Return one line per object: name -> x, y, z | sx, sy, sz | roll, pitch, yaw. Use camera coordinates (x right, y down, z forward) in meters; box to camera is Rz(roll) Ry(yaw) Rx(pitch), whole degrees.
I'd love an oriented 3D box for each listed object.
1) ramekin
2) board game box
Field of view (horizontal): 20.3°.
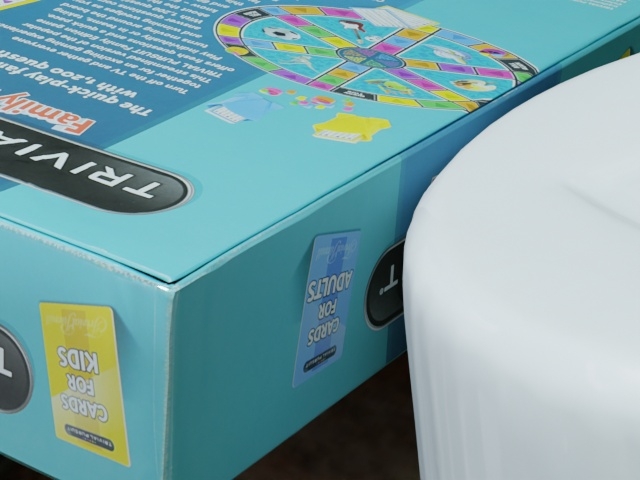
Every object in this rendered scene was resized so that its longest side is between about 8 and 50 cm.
ramekin -> 0.155, 0.036, 0.512 | 0.277, 0.135, 0.277 | -10, 26, 5
board game box -> -0.052, -0.045, 0.648 | 0.254, 0.079, 0.336 | 19, 30, 28
